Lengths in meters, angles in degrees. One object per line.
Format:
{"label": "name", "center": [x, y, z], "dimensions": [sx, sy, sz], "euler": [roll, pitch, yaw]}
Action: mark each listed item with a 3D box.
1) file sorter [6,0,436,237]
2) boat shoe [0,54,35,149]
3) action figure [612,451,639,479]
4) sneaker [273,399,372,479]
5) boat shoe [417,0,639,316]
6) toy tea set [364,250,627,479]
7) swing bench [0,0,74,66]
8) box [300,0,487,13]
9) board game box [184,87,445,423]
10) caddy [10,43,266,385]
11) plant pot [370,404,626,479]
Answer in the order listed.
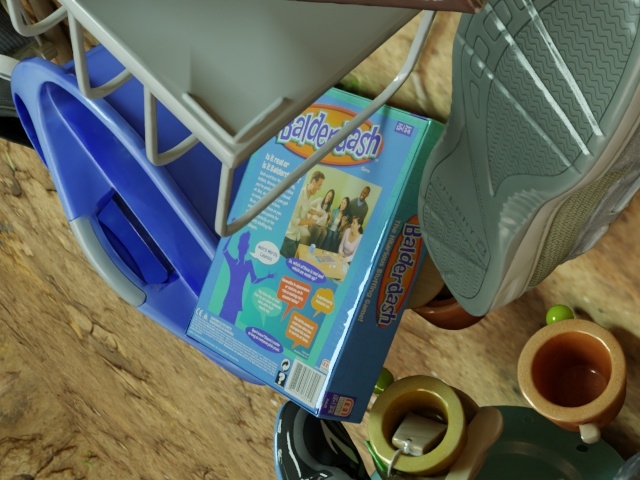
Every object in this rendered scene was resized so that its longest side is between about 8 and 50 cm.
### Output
{"label": "file sorter", "center": [-0.083, -0.167, 0.840], "dimensions": [0.278, 0.193, 0.173], "euler": [44, 161, 11]}
{"label": "boat shoe", "center": [-0.229, -0.093, 1.275], "dimensions": [0.228, 0.076, 0.080], "euler": [28, 149, -36]}
{"label": "action figure", "center": [0.190, -0.011, 0.510], "dimensions": [0.341, 0.178, 0.330], "euler": [59, -161, 8]}
{"label": "sneaker", "center": [0.029, 0.183, 0.934], "dimensions": [0.188, 0.067, 0.078], "euler": [62, 140, 28]}
{"label": "boat shoe", "center": [0.136, -0.065, 0.744], "dimensions": [0.118, 0.103, 0.320], "euler": [60, 159, 25]}
{"label": "toy tea set", "center": [0.127, 0.115, 0.903], "dimensions": [0.336, 0.200, 0.124], "euler": [41, 174, 32]}
{"label": "swing bench", "center": [-0.379, -0.194, 1.277], "dimensions": [0.165, 0.253, 0.254], "euler": [40, 158, 19]}
{"label": "box", "center": [-0.081, -0.218, 0.595], "dimensions": [0.381, 0.191, 0.143], "euler": [13, 159, 35]}
{"label": "board game box", "center": [0.000, 0.000, 0.963], "dimensions": [0.047, 0.210, 0.160], "euler": [16, -173, -44]}
{"label": "caddy", "center": [-0.121, -0.031, 1.163], "dimensions": [0.341, 0.179, 0.241], "euler": [54, 159, -16]}
{"label": "plant pot", "center": [0.139, 0.270, 1.058], "dimensions": [0.293, 0.293, 0.235], "euler": [34, 138, 33]}
